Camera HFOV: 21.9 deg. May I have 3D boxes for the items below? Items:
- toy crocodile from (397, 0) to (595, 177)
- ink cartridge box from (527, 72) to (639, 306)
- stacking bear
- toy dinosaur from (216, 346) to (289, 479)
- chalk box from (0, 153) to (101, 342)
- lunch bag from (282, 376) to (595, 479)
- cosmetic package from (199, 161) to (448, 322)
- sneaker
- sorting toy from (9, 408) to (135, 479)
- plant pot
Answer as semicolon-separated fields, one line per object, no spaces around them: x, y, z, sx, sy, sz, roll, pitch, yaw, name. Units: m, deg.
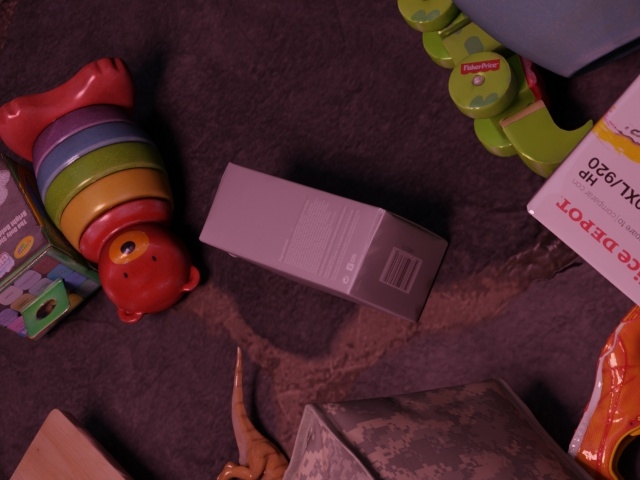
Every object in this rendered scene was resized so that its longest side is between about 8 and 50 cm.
0.167;-0.197;1.707;0.105;0.115;0.340;-32;56;7;toy crocodile
0.323;-0.067;1.448;0.171;0.168;0.233;41;105;5;ink cartridge box
-0.245;-0.042;1.969;0.175;0.164;0.289;-26;65;-5;stacking bear
-0.070;0.235;1.792;0.112;0.064;0.211;-37;61;1;toy dinosaur
-0.361;0.027;2.027;0.132;0.132;0.213;-38;58;9;chalk box
0.132;0.272;1.458;0.287;0.235;0.169;48;131;41;lunch bag
0.000;0.000;1.765;0.238;0.127;0.107;23;89;41;cosmetic package
0.282;0.144;1.528;0.067;0.064;0.175;16;90;24;sneaker
-0.272;0.368;1.881;0.257;0.089;0.255;37;99;42;sorting toy
0.253;-0.271;1.580;0.290;0.290;0.195;-27;86;30;plant pot
